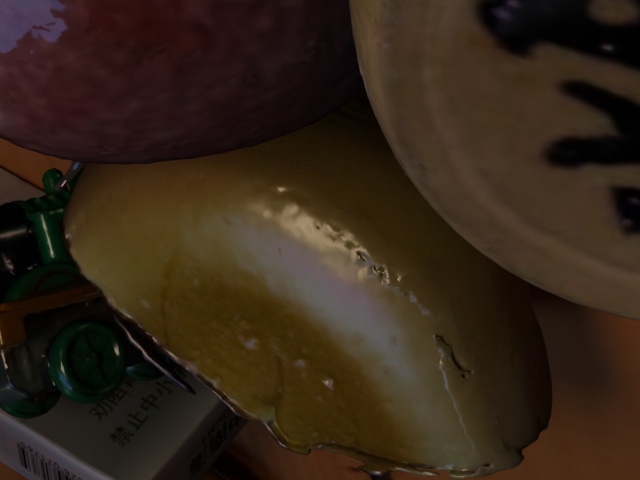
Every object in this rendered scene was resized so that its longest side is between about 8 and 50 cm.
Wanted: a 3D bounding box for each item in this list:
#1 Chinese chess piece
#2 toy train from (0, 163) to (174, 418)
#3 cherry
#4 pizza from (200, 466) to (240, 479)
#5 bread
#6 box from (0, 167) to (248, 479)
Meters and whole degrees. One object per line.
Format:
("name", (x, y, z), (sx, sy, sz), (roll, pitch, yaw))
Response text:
("Chinese chess piece", (0.137, -0.086, 0.607), (0.257, 0.104, 0.257), (4, 133, 4))
("toy train", (-0.121, 0.018, 0.997), (0.091, 0.228, 0.136), (-18, 86, 53))
("cherry", (-0.061, -0.138, 0.711), (0.213, 0.236, 0.285), (24, 117, 13))
("pizza", (-0.108, 0.194, 1.303), (0.201, 0.053, 0.193), (29, 145, -3))
("bread", (0.012, 0.003, 0.892), (0.261, 0.158, 0.156), (40, 137, 3))
("box", (-0.163, 0.063, 1.121), (0.243, 0.155, 0.067), (29, 144, 20))
